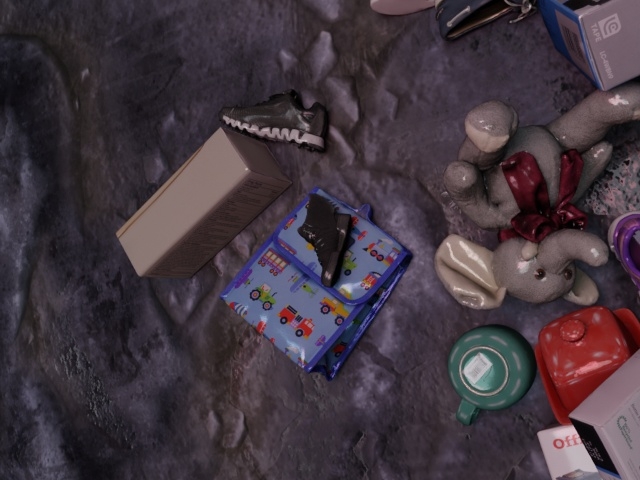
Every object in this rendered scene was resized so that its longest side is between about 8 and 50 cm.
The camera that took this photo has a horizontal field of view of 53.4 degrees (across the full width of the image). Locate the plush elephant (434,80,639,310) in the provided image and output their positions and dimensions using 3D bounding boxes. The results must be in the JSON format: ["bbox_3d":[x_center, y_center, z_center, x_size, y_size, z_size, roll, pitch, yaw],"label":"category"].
[{"bbox_3d":[0.300,-0.027,0.896,0.330,0.271,0.256,126,130,-62],"label":"plush elephant"}]

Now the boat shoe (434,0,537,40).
[{"bbox_3d":[0.305,-0.396,1.021,0.254,0.095,0.079,-13,79,27],"label":"boat shoe"}]

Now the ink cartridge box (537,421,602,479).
[{"bbox_3d":[0.429,0.359,0.887,0.171,0.100,0.237,-23,69,23],"label":"ink cartridge box"}]

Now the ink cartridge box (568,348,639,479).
[{"bbox_3d":[0.474,0.190,0.801,0.332,0.065,0.165,-33,99,-16],"label":"ink cartridge box"}]

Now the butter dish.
[{"bbox_3d":[0.375,0.155,0.904,0.159,0.118,0.160,-29,35,23],"label":"butter dish"}]

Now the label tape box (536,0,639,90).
[{"bbox_3d":[0.483,-0.345,0.821,0.347,0.249,0.115,-26,113,18],"label":"label tape box"}]

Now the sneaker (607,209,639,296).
[{"bbox_3d":[0.489,0.062,0.890,0.095,0.104,0.236,-34,75,17],"label":"sneaker"}]

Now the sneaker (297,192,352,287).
[{"bbox_3d":[0.000,-0.001,1.082,0.089,0.051,0.170,10,60,12],"label":"sneaker"}]

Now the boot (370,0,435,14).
[{"bbox_3d":[0.179,-0.458,1.112,0.189,0.069,0.086,-5,77,18],"label":"boot"}]

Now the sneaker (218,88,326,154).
[{"bbox_3d":[-0.086,-0.241,1.220,0.234,0.078,0.106,17,91,23],"label":"sneaker"}]

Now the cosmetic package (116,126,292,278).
[{"bbox_3d":[-0.225,-0.061,1.229,0.309,0.160,0.113,-41,69,17],"label":"cosmetic package"}]

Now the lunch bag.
[{"bbox_3d":[0.007,0.061,1.137,0.221,0.138,0.293,35,86,25],"label":"lunch bag"}]

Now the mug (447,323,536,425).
[{"bbox_3d":[0.266,0.212,0.994,0.129,0.097,0.158,-8,82,26],"label":"mug"}]
